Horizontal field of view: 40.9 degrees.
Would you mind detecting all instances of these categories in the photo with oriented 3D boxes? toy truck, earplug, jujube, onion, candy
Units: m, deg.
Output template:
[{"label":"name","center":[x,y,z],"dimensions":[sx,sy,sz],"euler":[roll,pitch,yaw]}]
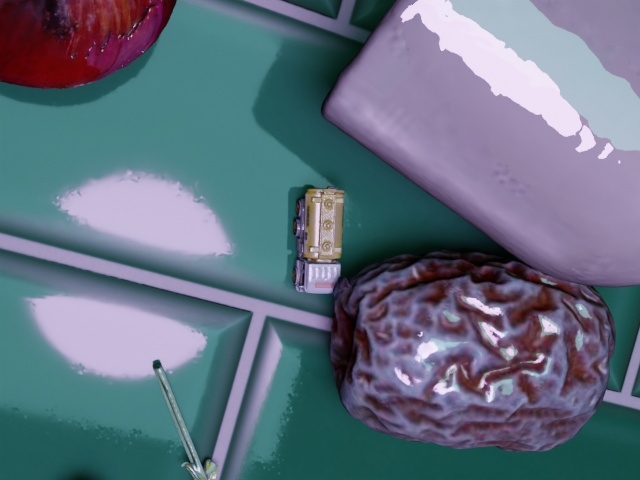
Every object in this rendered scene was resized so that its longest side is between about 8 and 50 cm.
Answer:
[{"label":"toy truck","center":[0.000,0.000,0.967],"dimensions":[0.052,0.063,0.123],"euler":[1,94,-15]},{"label":"earplug","center":[0.240,-0.135,0.864],"dimensions":[0.394,0.312,0.313],"euler":[38,85,-6]},{"label":"jujube","center":[0.165,0.121,0.949],"dimensions":[0.317,0.226,0.226],"euler":[9,92,-14]},{"label":"onion","center":[-0.264,-0.271,0.789],"dimensions":[0.276,0.276,0.276],"euler":[-1,95,-14]},{"label":"candy","center":[-0.135,0.261,0.963],"dimensions":[0.077,0.073,0.262],"euler":[-23,93,-30]}]
